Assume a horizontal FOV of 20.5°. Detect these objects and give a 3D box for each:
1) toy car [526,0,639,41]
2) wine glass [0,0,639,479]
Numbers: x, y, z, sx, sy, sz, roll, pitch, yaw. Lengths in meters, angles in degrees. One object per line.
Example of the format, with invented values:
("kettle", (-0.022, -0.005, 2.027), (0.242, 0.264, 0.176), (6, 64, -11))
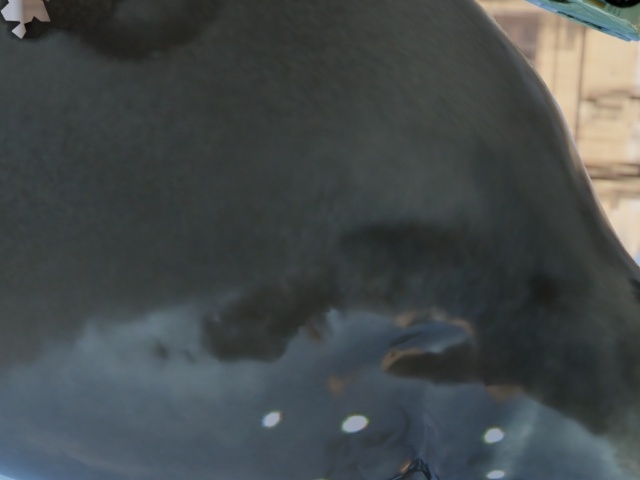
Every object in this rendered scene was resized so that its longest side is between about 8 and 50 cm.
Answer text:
("toy car", (0.127, -0.177, 1.109), (0.186, 0.058, 0.093), (30, -175, -4))
("wine glass", (0.002, 0.005, 0.450), (0.357, 0.190, 0.190), (27, -149, 16))
